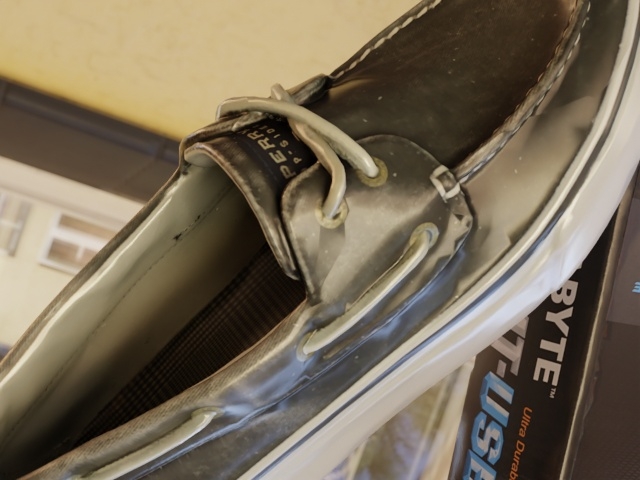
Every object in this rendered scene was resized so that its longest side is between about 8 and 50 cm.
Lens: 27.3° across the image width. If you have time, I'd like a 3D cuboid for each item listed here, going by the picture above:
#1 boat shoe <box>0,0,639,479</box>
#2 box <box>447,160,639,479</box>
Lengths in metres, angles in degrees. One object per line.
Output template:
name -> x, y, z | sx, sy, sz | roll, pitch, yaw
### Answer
boat shoe -> 0.000, 0.000, 0.489 | 0.121, 0.335, 0.119 | 41, 180, 39
box -> 0.182, 0.120, 0.637 | 0.296, 0.293, 0.073 | 11, -179, -40
